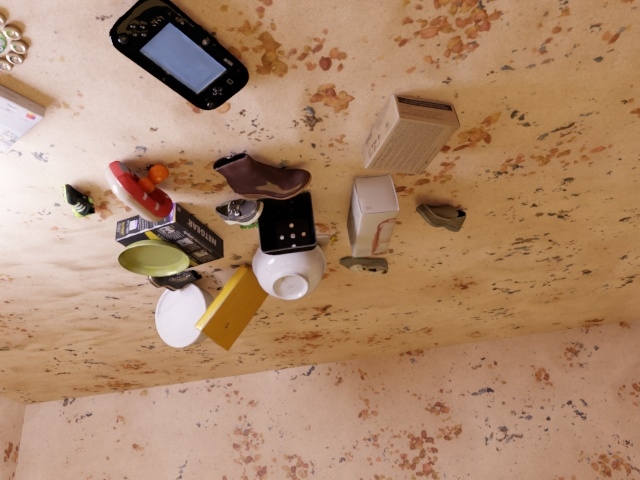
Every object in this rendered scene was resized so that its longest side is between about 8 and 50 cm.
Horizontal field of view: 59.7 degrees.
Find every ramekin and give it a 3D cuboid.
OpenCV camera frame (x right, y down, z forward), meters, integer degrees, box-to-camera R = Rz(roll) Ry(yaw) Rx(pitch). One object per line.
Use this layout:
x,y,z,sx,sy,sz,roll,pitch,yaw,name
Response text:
-0.553,0.315,2.353,0.272,0.273,0.127,-20,161,22,ramekin

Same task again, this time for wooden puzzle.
0.000,0.000,2.147,0.116,0.014,0.079,1,146,-14,wooden puzzle

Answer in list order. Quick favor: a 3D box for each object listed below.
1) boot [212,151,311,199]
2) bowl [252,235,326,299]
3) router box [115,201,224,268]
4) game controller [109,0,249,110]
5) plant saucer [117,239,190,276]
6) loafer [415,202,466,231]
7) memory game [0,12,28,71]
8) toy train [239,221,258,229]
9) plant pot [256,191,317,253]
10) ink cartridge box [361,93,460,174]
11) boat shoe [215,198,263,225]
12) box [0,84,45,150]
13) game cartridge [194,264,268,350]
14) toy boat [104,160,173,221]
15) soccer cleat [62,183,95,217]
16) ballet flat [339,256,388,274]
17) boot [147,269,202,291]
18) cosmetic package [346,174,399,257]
-0.171,-0.198,1.671,0.248,0.090,0.207,-11,154,18,boot
-0.117,0.134,2.150,0.297,0.134,0.298,-3,132,-3,bowl
-0.523,0.000,1.966,0.242,0.081,0.309,-16,150,16,router box
-0.312,-0.420,1.274,0.166,0.067,0.319,-23,148,27,game controller
-0.576,0.057,1.934,0.240,0.037,0.241,-5,152,-2,plant saucer
0.437,-0.099,2.002,0.251,0.094,0.087,11,123,-45,loafer
-0.737,-0.436,1.210,0.186,0.012,0.186,-5,151,-3,memory game
-0.248,-0.055,1.992,0.083,0.017,0.024,-5,141,-3,toy train
-0.106,-0.040,1.899,0.187,0.188,0.167,-8,164,3,plant pot
0.250,-0.295,1.592,0.193,0.088,0.235,3,149,-20,ink cartridge box
-0.269,-0.096,1.807,0.073,0.080,0.223,27,161,-34,boat shoe
-0.809,-0.310,1.396,0.186,0.038,0.145,-25,147,31,box
-0.356,0.278,2.316,0.052,0.324,0.285,27,162,25,game cartridge
-0.510,-0.164,1.648,0.151,0.151,0.231,-39,147,-1,toy boat
-0.747,-0.127,1.726,0.072,0.060,0.179,-11,159,-12,soccer cleat
0.184,0.110,2.324,0.213,0.068,0.072,3,150,-16,ballet flat
-0.582,0.138,2.225,0.137,0.077,0.198,-21,161,16,boot
0.172,-0.078,1.904,0.129,0.153,0.296,-6,152,-5,cosmetic package
